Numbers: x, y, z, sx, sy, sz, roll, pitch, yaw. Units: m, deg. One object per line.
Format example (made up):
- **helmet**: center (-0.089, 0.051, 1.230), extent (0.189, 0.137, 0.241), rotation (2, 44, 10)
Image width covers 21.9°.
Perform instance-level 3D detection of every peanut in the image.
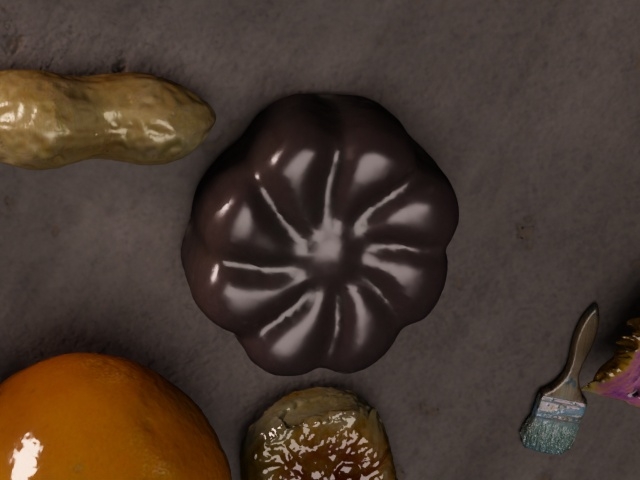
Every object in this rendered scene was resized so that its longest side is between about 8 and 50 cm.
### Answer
- **peanut**: center (-0.238, -0.122, 1.684), extent (0.263, 0.117, 0.101), rotation (0, 133, -13)

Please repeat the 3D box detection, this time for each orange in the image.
- **orange**: center (-0.244, 0.272, 1.740), extent (0.312, 0.312, 0.312), rotation (-4, 112, -9)

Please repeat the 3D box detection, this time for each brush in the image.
- **brush**: center (0.292, 0.162, 1.941), extent (0.070, 0.021, 0.196), rotation (13, 107, -14)

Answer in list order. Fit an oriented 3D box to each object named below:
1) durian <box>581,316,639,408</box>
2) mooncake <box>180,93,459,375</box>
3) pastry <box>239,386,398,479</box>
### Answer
- **durian**: center (0.474, 0.122, 1.909), extent (0.341, 0.112, 0.191), rotation (13, 112, -21)
- **mooncake**: center (0.000, 0.000, 1.754), extent (0.306, 0.154, 0.306), rotation (-3, 109, -8)
- **pastry**: center (-0.005, 0.266, 1.888), extent (0.182, 0.093, 0.193), rotation (-16, 112, -6)
